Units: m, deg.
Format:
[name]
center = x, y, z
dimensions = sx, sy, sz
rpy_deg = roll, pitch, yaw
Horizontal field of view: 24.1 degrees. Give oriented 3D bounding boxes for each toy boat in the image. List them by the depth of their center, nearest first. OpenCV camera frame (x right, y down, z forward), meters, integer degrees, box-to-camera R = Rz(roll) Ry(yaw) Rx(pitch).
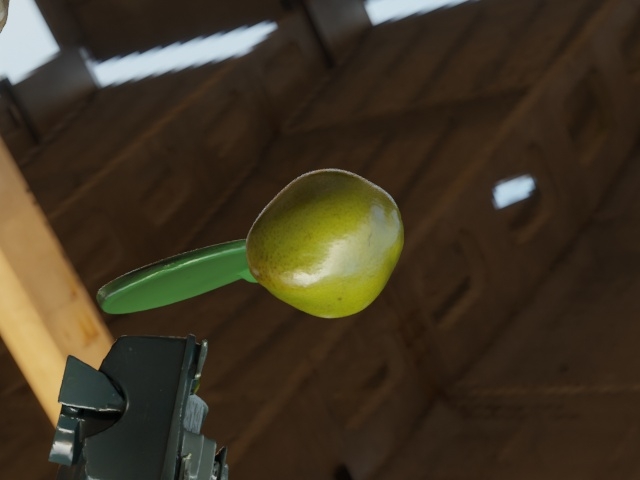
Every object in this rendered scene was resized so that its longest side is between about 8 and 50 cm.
[toy boat]
center = -0.119, 0.172, 0.991
dimensions = 0.122, 0.296, 0.114
rpy_deg = 12, -123, -5

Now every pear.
[pear]
center = 0.000, 0.000, 0.925
dimensions = 0.097, 0.092, 0.092
rpy_deg = -5, -165, -20

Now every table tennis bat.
[table tennis bat]
center = -0.074, 0.022, 1.280
dimensions = 0.257, 0.039, 0.160
rpy_deg = -8, 167, -44

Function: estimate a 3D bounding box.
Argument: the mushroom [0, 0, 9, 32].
[mushroom]
center = -0.353, -0.236, 1.285
dimensions = 0.204, 0.204, 0.204
rpy_deg = -22, -158, 9
